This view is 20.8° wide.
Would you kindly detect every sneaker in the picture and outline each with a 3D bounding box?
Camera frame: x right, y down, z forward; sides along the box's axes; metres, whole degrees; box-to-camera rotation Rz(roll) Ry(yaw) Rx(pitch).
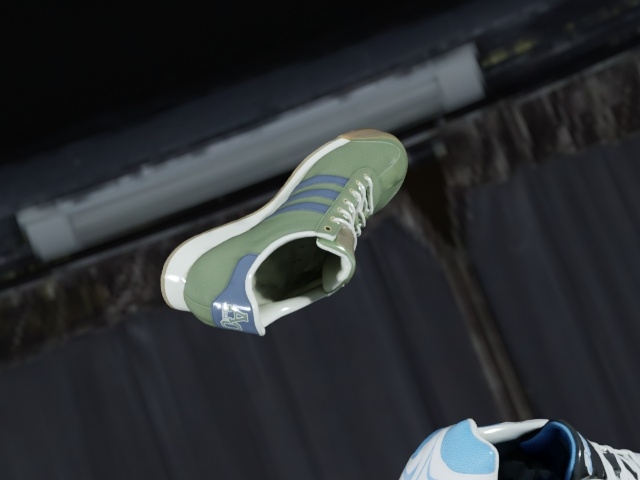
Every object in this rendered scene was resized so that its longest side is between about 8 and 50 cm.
[{"bbox_3d":[0.000,0.000,1.084,0.192,0.086,0.064,-34,-52,-27],"label":"sneaker"},{"bbox_3d":[0.142,0.140,0.963,0.237,0.085,0.086,8,-49,-42],"label":"sneaker"}]
